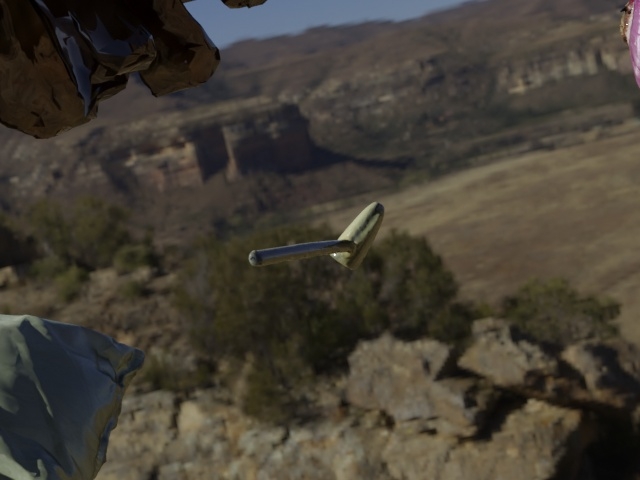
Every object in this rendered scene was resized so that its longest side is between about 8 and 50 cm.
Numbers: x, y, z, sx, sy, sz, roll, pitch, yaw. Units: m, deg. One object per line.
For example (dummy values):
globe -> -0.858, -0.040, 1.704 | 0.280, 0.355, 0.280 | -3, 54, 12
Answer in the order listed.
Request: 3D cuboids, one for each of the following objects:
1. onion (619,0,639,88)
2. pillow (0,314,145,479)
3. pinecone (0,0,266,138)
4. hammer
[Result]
onion -> 0.237, -0.133, 0.716 | 0.104, 0.115, 0.115 | 7, 17, 34
pillow -> -0.224, 0.094, 0.461 | 0.274, 0.076, 0.281 | 6, 25, -3
pinecone -> -0.123, -0.171, 0.356 | 0.298, 0.296, 0.242 | -35, -6, 5
hammer -> 0.000, 0.000, 0.912 | 0.060, 0.028, 0.195 | -58, -18, 17
